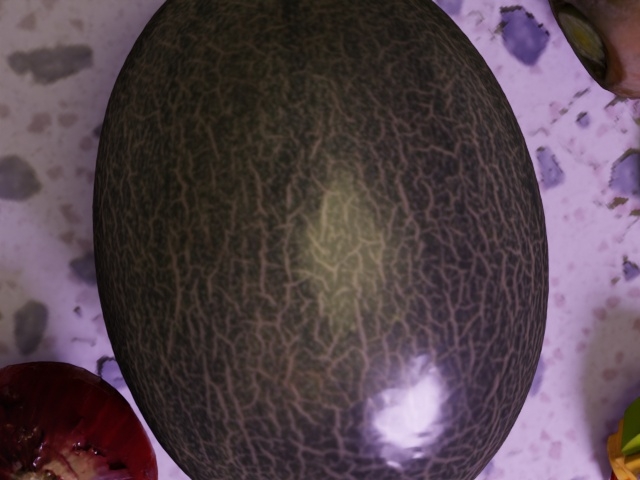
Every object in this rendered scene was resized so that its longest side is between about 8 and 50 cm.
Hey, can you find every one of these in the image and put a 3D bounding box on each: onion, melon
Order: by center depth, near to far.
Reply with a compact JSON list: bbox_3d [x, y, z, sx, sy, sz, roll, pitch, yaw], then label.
[{"bbox_3d":[0.000,0.000,0.708,0.237,0.237,0.302,-11,99,-14],"label":"melon"},{"bbox_3d":[-0.155,0.130,0.747,0.131,0.131,0.131,-2,97,-15],"label":"onion"}]

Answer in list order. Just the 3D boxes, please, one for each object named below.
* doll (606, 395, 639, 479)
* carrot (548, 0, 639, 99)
[{"bbox_3d":[0.280,0.158,0.868,0.186,0.106,0.134,25,131,-2],"label":"doll"},{"bbox_3d":[0.275,-0.204,0.816,0.302,0.138,0.139,-40,105,-10],"label":"carrot"}]
